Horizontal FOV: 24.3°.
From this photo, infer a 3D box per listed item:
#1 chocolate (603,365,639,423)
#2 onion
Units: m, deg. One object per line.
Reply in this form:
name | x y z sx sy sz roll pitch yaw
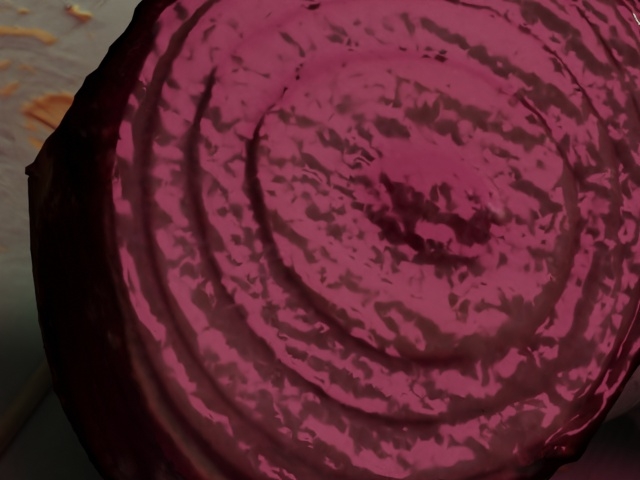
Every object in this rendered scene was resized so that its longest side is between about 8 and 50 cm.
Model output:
chocolate | 0.140 0.034 0.881 0.147 0.221 0.221 -18 56 -26
onion | 0.000 0.000 0.717 0.281 0.260 0.337 27 70 -11
